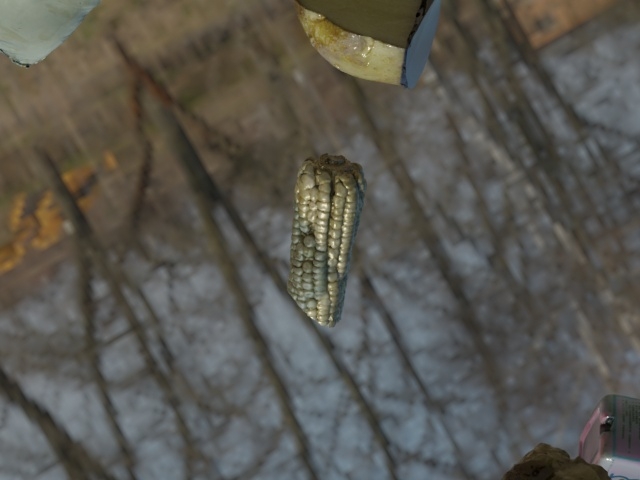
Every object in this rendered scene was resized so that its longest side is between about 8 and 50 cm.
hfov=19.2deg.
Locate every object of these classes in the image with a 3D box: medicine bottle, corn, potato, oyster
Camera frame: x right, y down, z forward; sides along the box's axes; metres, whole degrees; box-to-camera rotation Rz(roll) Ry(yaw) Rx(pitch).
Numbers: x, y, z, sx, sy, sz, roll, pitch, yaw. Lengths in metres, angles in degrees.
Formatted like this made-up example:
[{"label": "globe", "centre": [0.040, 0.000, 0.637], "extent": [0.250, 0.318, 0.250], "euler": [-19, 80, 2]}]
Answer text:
[{"label": "medicine bottle", "centre": [0.395, 0.249, 2.147], "extent": [0.119, 0.188, 0.094], "euler": [107, -7, -55]}, {"label": "corn", "centre": [0.000, 0.000, 2.186], "extent": [0.087, 0.211, 0.087], "euler": [9, -153, -5]}, {"label": "potato", "centre": [0.029, -0.160, 1.436], "extent": [0.096, 0.103, 0.066], "euler": [-57, 163, -50]}, {"label": "oyster", "centre": [0.197, 0.311, 1.875], "extent": [0.161, 0.107, 0.233], "euler": [17, -104, 54]}]

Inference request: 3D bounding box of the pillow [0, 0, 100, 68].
[{"label": "pillow", "centre": [-0.281, -0.223, 1.548], "extent": [0.128, 0.051, 0.229], "euler": [-40, 137, 22]}]
